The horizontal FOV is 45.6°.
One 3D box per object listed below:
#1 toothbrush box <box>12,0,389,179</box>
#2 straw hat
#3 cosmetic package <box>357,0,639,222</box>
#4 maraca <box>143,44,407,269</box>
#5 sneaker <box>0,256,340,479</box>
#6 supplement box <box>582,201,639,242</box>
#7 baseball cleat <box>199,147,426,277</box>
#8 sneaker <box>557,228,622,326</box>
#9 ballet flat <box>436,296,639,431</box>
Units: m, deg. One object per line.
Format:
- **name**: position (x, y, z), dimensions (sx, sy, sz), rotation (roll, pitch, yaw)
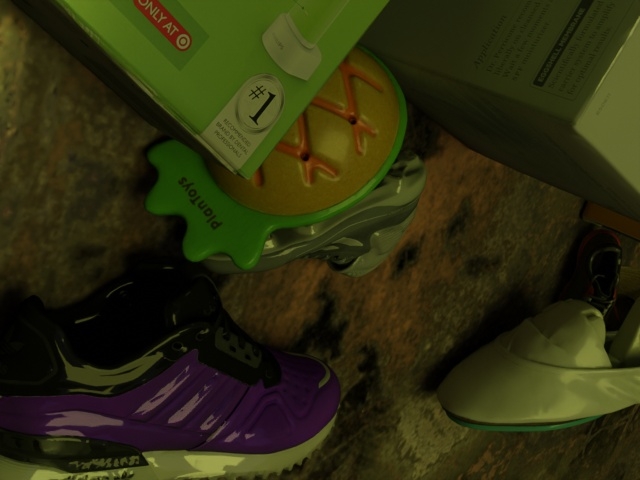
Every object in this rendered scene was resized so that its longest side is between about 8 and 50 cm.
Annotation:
- **toothbrush box**: position (-0.041, -0.211, 0.399), dimensions (0.283, 0.122, 0.206), rotation (-52, 136, -5)
- **straw hat**: position (0.368, 0.096, 0.964), dimensions (0.144, 0.145, 0.061), rotation (-64, 176, 6)
- **cosmetic package**: position (0.170, -0.128, 0.557), dimensions (0.224, 0.225, 0.138), rotation (25, 97, -46)
- **maraca**: position (-0.028, -0.062, 0.502), dimensions (0.186, 0.127, 0.099), rotation (-39, 165, -10)
- **sneaker**: position (-0.086, 0.085, 0.536), dimensions (0.293, 0.102, 0.146), rotation (3, 110, -42)
- **supplement box**: position (0.482, -0.145, 0.845), dimensions (0.195, 0.194, 0.356), rotation (6, 109, -43)
- **baseball cleat**: position (0.000, 0.000, 0.589), dimensions (0.206, 0.072, 0.109), rotation (-21, 137, -24)
- **sneaker**: position (0.319, 0.067, 0.899), dimensions (0.065, 0.061, 0.157), rotation (-65, 160, -76)
- **ballet flat**: position (0.319, 0.121, 0.840), dimensions (0.401, 0.139, 0.139), rotation (0, 115, -14)
